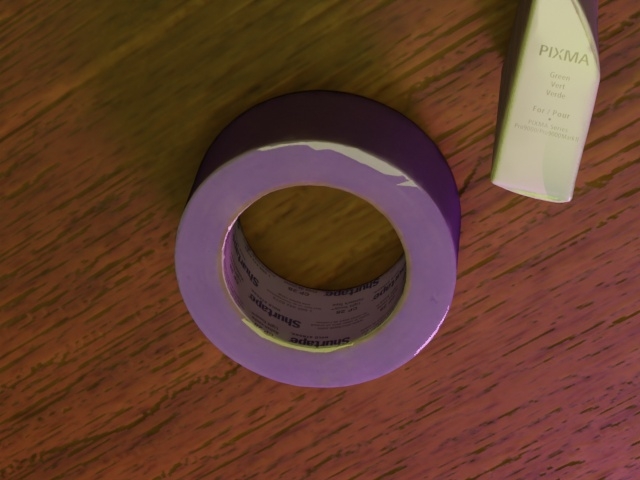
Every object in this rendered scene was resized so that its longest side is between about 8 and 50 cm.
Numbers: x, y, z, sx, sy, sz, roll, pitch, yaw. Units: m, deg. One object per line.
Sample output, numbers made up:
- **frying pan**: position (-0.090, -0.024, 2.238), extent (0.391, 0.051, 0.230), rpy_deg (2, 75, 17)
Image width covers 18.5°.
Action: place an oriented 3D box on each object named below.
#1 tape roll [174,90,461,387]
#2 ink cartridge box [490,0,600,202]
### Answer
- **tape roll**: position (0.000, 0.000, 1.323), extent (0.189, 0.080, 0.189), rpy_deg (3, 120, 5)
- **ink cartridge box**: position (0.150, -0.161, 1.158), extent (0.056, 0.181, 0.224), rpy_deg (13, 118, 1)
